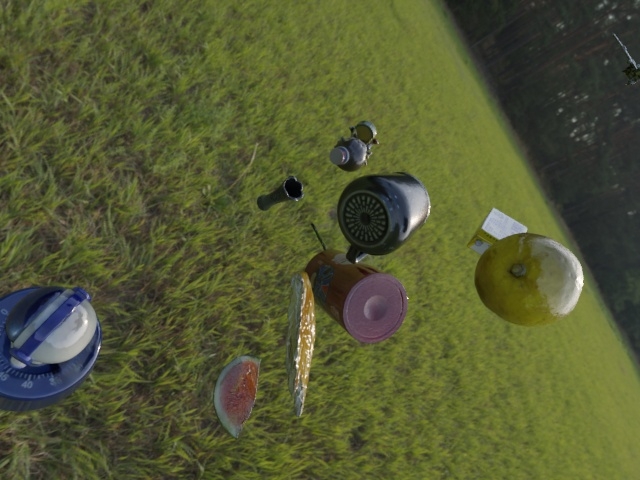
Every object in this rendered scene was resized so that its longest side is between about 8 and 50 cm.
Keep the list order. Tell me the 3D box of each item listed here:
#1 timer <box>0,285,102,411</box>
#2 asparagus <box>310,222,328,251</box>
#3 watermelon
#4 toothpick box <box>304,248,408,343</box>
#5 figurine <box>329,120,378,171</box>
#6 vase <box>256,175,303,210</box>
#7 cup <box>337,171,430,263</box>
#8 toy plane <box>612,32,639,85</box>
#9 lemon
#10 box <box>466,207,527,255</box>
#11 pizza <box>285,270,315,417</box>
[{"bbox_3d":[-0.557,0.189,0.842,0.270,0.383,0.270,19,58,-33],"label":"timer"},{"bbox_3d":[0.000,0.000,1.704,0.022,0.023,0.233,3,36,-22],"label":"asparagus"},{"bbox_3d":[-0.240,0.427,1.183,0.245,0.119,0.063,-76,175,-48],"label":"watermelon"},{"bbox_3d":[0.092,0.156,1.275,0.204,0.204,0.333,49,-10,-22],"label":"toothpick box"},{"bbox_3d":[0.135,-0.381,1.737,0.161,0.158,0.275,26,48,6],"label":"figurine"},{"bbox_3d":[-0.192,-0.200,1.890,0.115,0.237,0.115,15,66,-38],"label":"vase"},{"bbox_3d":[0.128,-0.047,0.911,0.169,0.223,0.176,41,38,18],"label":"cup"},{"bbox_3d":[0.770,-0.407,1.006,0.226,0.058,0.226,53,49,-2],"label":"toy plane"},{"bbox_3d":[0.361,0.068,0.732,0.207,0.170,0.170,21,47,-63],"label":"lemon"},{"bbox_3d":[0.700,-0.015,1.644,0.168,0.097,0.265,34,36,14],"label":"box"},{"bbox_3d":[-0.039,0.193,0.791,0.181,0.034,0.262,76,15,-58],"label":"pizza"}]
